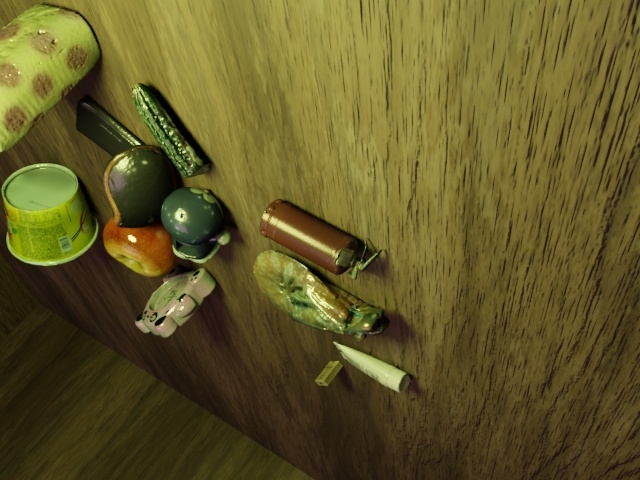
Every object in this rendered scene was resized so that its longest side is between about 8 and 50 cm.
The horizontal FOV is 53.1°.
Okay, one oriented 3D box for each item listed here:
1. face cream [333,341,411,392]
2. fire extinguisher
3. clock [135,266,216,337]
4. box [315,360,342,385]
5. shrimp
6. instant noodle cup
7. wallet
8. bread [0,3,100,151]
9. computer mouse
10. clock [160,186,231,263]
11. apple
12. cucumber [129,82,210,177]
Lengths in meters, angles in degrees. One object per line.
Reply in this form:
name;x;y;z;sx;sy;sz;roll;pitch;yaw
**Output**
face cream;0.141;0.352;1.787;0.244;0.058;0.092;21;152;40
fire extinguisher;0.000;0.000;1.417;0.269;0.105;0.105;28;149;20
clock;-0.470;0.197;2.062;0.227;0.248;0.090;0;135;49
box;0.026;0.406;1.957;0.024;0.083;0.053;52;150;-12
shrimp;-0.011;0.140;1.626;0.446;0.110;0.221;18;137;39
instant noodle cup;-0.910;-0.102;2.134;0.311;0.311;0.221;29;139;18
wallet;-0.559;-0.276;1.714;0.250;0.044;0.149;40;147;-1
bread;-0.660;-0.367;1.404;0.187;0.338;0.155;21;153;30
computer mouse;-0.469;-0.123;1.684;0.116;0.183;0.323;60;160;24
clock;-0.330;-0.040;1.684;0.200;0.146;0.243;23;154;7
apple;-0.538;0.002;1.953;0.210;0.173;0.235;-5;137;46
cucumber;-0.352;-0.251;1.488;0.077;0.077;0.265;-3;129;50
